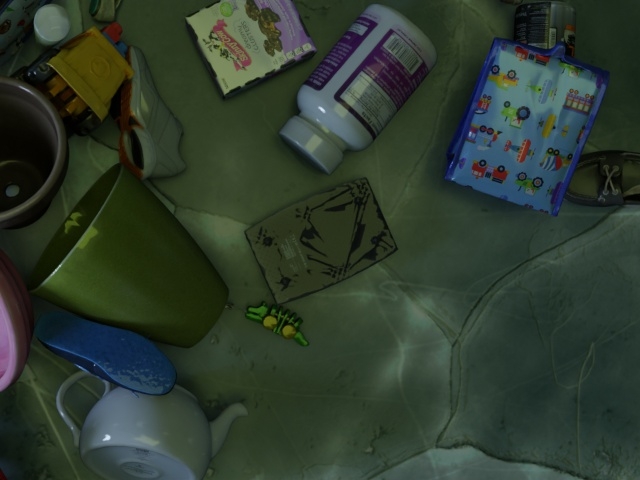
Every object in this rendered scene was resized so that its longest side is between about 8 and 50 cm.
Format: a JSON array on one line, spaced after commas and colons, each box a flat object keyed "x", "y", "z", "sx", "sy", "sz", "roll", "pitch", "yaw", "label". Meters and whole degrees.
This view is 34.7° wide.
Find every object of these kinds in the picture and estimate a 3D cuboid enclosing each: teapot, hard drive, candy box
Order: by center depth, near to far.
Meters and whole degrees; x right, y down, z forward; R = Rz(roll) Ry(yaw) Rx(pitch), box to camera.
[{"x": -0.309, "y": 0.329, "z": 1.848, "sx": 0.256, "sy": 0.252, "sz": 0.187, "roll": 43, "pitch": 42, "yaw": -39, "label": "teapot"}, {"x": -0.131, "y": -0.379, "z": 1.913, "sx": 0.196, "sy": 0.070, "sz": 0.165, "roll": -27, "pitch": 94, "yaw": -6, "label": "candy box"}, {"x": 0.000, "y": 0.000, "z": 1.942, "sx": 0.254, "sy": 0.054, "sz": 0.172, "roll": -25, "pitch": 94, "yaw": -6, "label": "hard drive"}]

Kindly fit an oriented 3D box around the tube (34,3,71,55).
[{"x": -0.474, "y": -0.370, "z": 1.791, "sx": 0.070, "sy": 0.240, "sz": 0.062, "roll": -22, "pitch": 102, "yaw": -12, "label": "tube"}]

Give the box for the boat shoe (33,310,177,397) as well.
[{"x": -0.362, "y": 0.189, "z": 1.763, "sx": 0.258, "sy": 0.089, "sz": 0.109, "roll": 29, "pitch": 69, "yaw": 4, "label": "boat shoe"}]

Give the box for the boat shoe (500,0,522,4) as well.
[{"x": 0.305, "y": -0.601, "z": 1.944, "sx": 0.110, "sy": 0.121, "sz": 0.341, "roll": -14, "pitch": 82, "yaw": -2, "label": "boat shoe"}]

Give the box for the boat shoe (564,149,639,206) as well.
[{"x": 0.624, "y": -0.121, "z": 1.991, "sx": 0.335, "sy": 0.095, "sz": 0.112, "roll": 0, "pitch": 91, "yaw": -7, "label": "boat shoe"}]

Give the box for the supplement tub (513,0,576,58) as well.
[{"x": 0.426, "y": -0.352, "z": 1.955, "sx": 0.117, "sy": 0.117, "sz": 0.190, "roll": 2, "pitch": 91, "yaw": -7, "label": "supplement tub"}]

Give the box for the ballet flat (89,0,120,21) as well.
[{"x": -0.389, "y": -0.487, "z": 1.899, "sx": 0.052, "sy": 0.057, "sz": 0.168, "roll": 11, "pitch": 93, "yaw": -34, "label": "ballet flat"}]

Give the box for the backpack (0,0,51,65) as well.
[{"x": -0.587, "y": -0.452, "z": 1.777, "sx": 0.276, "sy": 0.213, "sz": 0.263, "roll": 40, "pitch": 88, "yaw": 7, "label": "backpack"}]

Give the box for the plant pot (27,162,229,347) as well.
[{"x": -0.317, "y": 0.058, "z": 1.821, "sx": 0.293, "sy": 0.275, "sz": 0.275, "roll": 37, "pitch": 87, "yaw": -20, "label": "plant pot"}]

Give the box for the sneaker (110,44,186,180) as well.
[{"x": -0.317, "y": -0.232, "z": 1.895, "sx": 0.121, "sy": 0.099, "sz": 0.262, "roll": 0, "pitch": 75, "yaw": -41, "label": "sneaker"}]

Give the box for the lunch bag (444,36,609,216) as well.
[{"x": 0.380, "y": -0.225, "z": 1.874, "sx": 0.221, "sy": 0.138, "sz": 0.293, "roll": 18, "pitch": 118, "yaw": -1, "label": "lunch bag"}]

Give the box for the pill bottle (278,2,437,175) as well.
[{"x": 0.064, "y": -0.273, "z": 1.889, "sx": 0.169, "sy": 0.169, "sz": 0.301, "roll": 40, "pitch": 87, "yaw": -6, "label": "pill bottle"}]

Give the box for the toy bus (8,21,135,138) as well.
[{"x": -0.439, "y": -0.298, "z": 1.837, "sx": 0.149, "sy": 0.220, "sz": 0.211, "roll": 48, "pitch": 55, "yaw": -26, "label": "toy bus"}]

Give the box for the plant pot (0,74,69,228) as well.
[{"x": -0.552, "y": -0.121, "z": 1.773, "sx": 0.263, "sy": 0.229, "sz": 0.263, "roll": 1, "pitch": 72, "yaw": -3, "label": "plant pot"}]

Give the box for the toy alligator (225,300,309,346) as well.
[{"x": -0.098, "y": 0.139, "z": 1.932, "sx": 0.189, "sy": 0.056, "sz": 0.051, "roll": 27, "pitch": 88, "yaw": -6, "label": "toy alligator"}]

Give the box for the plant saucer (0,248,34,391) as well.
[{"x": -0.616, "y": 0.105, "z": 1.782, "sx": 0.084, "sy": 0.332, "sz": 0.332, "roll": -34, "pitch": 96, "yaw": -48, "label": "plant saucer"}]

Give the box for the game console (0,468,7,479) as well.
[{"x": -0.687, "y": 0.454, "z": 1.741, "sx": 0.342, "sy": 0.060, "sz": 0.386, "roll": -10, "pitch": 127, "yaw": 5, "label": "game console"}]
